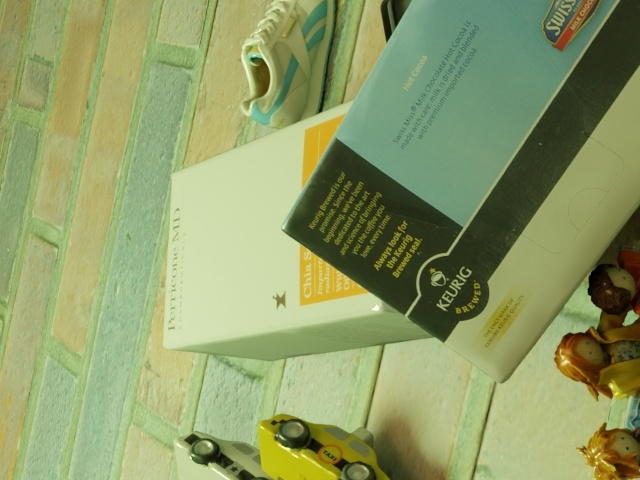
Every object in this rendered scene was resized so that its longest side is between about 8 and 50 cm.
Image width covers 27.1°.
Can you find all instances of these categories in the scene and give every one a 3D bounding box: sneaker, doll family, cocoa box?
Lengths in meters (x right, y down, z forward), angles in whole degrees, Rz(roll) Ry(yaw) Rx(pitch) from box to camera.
[{"bbox_3d":[-0.044,-0.254,1.662,0.087,0.092,0.228,-8,75,58],"label":"sneaker"},{"bbox_3d":[0.271,0.127,1.023,0.118,0.163,0.263,113,146,-48],"label":"doll family"},{"bbox_3d":[0.168,-0.111,1.073,0.228,0.231,0.347,34,120,6],"label":"cocoa box"}]

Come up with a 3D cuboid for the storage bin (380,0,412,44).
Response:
[{"bbox_3d":[0.142,-0.209,1.342,0.091,0.135,0.098,-29,59,40],"label":"storage bin"}]

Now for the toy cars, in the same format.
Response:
[{"bbox_3d":[-0.031,0.270,1.522,0.394,0.087,0.176,-21,101,55],"label":"toy cars"}]

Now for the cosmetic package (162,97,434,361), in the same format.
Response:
[{"bbox_3d":[0.000,0.000,1.475,0.453,0.162,0.230,-16,69,55],"label":"cosmetic package"}]
